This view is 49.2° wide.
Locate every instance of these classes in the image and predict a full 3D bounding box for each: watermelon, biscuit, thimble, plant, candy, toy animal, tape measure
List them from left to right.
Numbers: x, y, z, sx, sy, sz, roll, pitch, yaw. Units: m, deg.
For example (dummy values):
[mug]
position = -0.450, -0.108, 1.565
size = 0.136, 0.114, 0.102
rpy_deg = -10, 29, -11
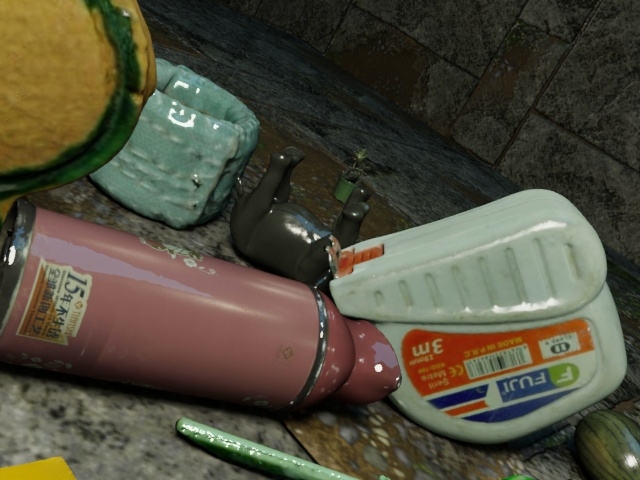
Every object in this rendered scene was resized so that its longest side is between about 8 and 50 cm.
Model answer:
[biscuit]
position = -0.286, -0.095, 0.473
size = 0.343, 0.287, 0.057
rpy_deg = -2, 34, -4
[thimble]
position = -0.177, -0.120, 0.849
size = 0.198, 0.143, 0.235
rpy_deg = 14, 26, -37
[toy animal]
position = 0.004, 0.000, 0.795
size = 0.245, 0.146, 0.114
rpy_deg = 36, 21, 26
[plant]
position = 0.062, -0.115, 1.234
size = 0.051, 0.102, 0.051
rpy_deg = 23, 21, -10
[candy]
position = 0.047, 0.188, 0.512
size = 0.323, 0.097, 0.097
rpy_deg = 19, 20, -5
[tape measure]
position = 0.155, 0.072, 0.688
size = 0.125, 0.243, 0.246
rpy_deg = -77, 148, -67
[watermelon]
position = 0.323, 0.234, 0.757
size = 0.078, 0.078, 0.111
rpy_deg = 19, 27, -28

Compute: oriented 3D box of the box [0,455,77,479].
[box]
position = -0.113, 0.200, 0.290
size = 0.129, 0.033, 0.247
rpy_deg = 4, 31, -50

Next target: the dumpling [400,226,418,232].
[dumpling]
position = 0.117, 0.025, 0.971
size = 0.134, 0.100, 0.169
rpy_deg = 11, 20, -7

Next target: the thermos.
[thermos]
position = -0.090, 0.074, 0.557
size = 0.330, 0.136, 0.110
rpy_deg = 18, 57, -29
